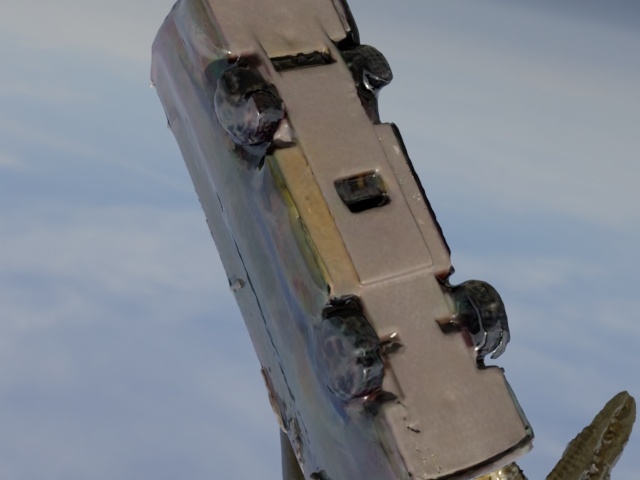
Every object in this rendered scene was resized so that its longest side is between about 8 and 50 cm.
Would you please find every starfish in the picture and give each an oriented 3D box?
[{"bbox_3d":[0.133,0.190,0.882,0.277,0.236,0.062,-7,-166,-22],"label":"starfish"}]

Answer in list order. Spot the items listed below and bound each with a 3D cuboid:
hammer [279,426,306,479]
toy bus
[{"bbox_3d":[-0.022,-0.052,0.894,0.168,0.440,0.044,-7,161,5],"label":"hammer"},{"bbox_3d":[0.000,0.000,0.765,0.112,0.317,0.138,-11,163,-32],"label":"toy bus"}]
